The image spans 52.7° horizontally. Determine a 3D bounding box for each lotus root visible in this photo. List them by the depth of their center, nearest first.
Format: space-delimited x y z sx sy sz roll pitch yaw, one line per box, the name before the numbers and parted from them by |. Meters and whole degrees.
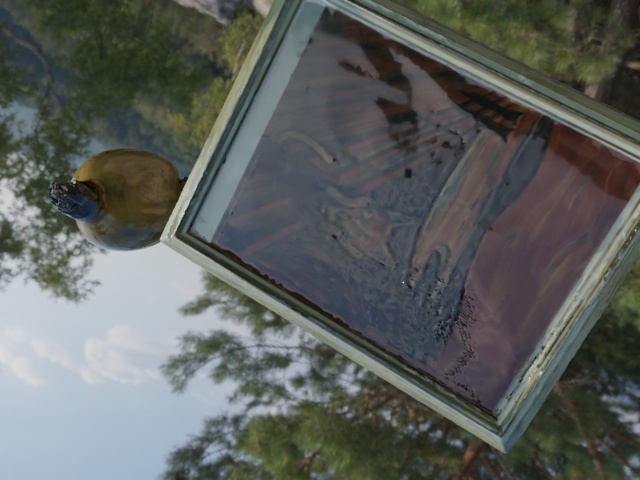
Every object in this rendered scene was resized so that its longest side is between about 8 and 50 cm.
lotus root | -0.348 -0.069 1.120 0.183 0.182 0.310 23 -168 13

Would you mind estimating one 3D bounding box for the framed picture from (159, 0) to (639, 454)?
framed picture | 0.050 -0.024 0.401 0.273 0.216 0.016 30 -169 11
